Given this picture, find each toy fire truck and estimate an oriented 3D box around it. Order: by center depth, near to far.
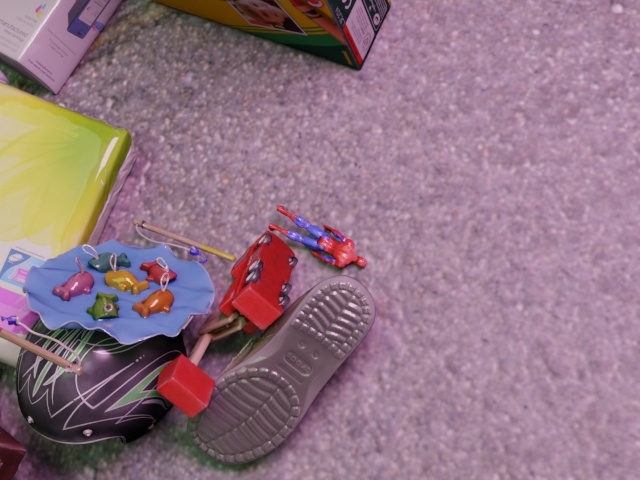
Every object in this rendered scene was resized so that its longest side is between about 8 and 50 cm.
[{"bbox_3d":[-0.091,0.078,0.825,0.047,0.192,0.135,42,111,-15],"label":"toy fire truck"}]

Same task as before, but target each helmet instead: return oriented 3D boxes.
[{"bbox_3d":[-0.228,0.127,0.837,0.169,0.161,0.169,-5,72,15],"label":"helmet"}]

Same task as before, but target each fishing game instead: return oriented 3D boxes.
[{"bbox_3d":[-0.196,0.040,0.795,0.189,0.264,0.041,21,119,22],"label":"fishing game"}]

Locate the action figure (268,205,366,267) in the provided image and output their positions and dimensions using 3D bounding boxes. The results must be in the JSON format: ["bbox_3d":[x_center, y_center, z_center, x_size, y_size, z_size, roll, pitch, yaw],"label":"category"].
[{"bbox_3d":[0.000,0.000,0.883,0.115,0.030,0.038,28,88,17],"label":"action figure"}]

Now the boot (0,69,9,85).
[{"bbox_3d":[-0.468,-0.094,1.028,0.258,0.095,0.123,-46,77,4],"label":"boot"}]

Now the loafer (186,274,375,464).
[{"bbox_3d":[-0.036,0.132,0.832,0.251,0.087,0.094,-44,93,11],"label":"loafer"}]

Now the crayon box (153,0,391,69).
[{"bbox_3d":[-0.116,-0.345,0.842,0.313,0.363,0.106,22,81,22],"label":"crayon box"}]

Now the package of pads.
[{"bbox_3d":[-0.376,-0.028,0.931,0.229,0.101,0.296,22,80,1],"label":"package of pads"}]

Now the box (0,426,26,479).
[{"bbox_3d":[-0.496,0.141,0.773,0.381,0.191,0.143,33,83,22],"label":"box"}]

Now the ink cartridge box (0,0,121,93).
[{"bbox_3d":[-0.359,-0.325,1.056,0.154,0.093,0.212,31,82,23],"label":"ink cartridge box"}]
